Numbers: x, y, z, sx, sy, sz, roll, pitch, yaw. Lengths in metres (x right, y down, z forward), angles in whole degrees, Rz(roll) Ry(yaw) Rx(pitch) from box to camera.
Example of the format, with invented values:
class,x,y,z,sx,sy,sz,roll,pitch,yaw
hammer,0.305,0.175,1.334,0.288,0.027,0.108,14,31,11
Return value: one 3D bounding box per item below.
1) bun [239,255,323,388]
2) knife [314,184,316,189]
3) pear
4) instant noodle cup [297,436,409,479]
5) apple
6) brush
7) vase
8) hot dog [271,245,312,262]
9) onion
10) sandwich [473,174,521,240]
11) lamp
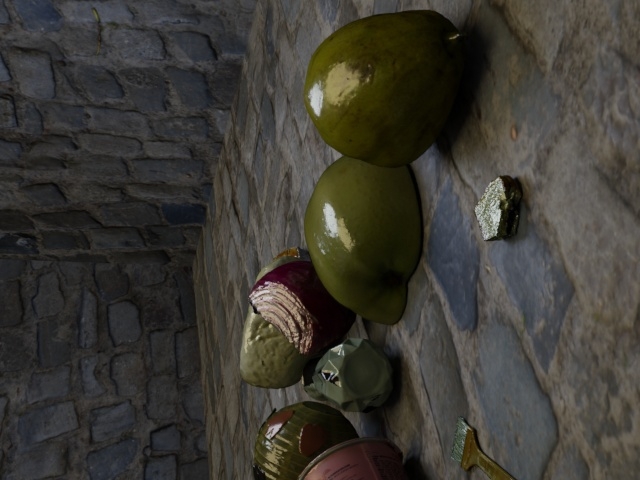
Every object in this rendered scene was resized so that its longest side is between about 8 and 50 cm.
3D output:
class,x,y,z,sx,sy,sz,roll,pitch,yaw
bun,-0.087,0.225,2.059,0.352,0.227,0.349,-81,8,-47
knife,0.001,0.000,2.164,0.080,0.044,0.331,-135,44,-57
pear,0.130,-0.296,1.456,0.375,0.287,0.287,-28,58,44
instant noodle cup,0.098,0.545,1.494,0.231,0.243,0.243,-123,40,-49
apple,0.111,-0.011,1.739,0.311,0.320,0.360,-33,37,11
brush,0.275,0.376,1.302,0.218,0.010,0.083,-145,60,-69
vase,0.048,0.315,1.786,0.360,0.165,0.165,140,130,-72
hot dog,-0.094,0.094,2.364,0.268,0.075,0.144,156,118,-67
onion,-0.023,0.123,1.845,0.250,0.247,0.111,38,137,25
sandwich,0.295,-0.051,1.270,0.093,0.035,0.105,-104,26,-44
lamp,-0.037,0.497,1.701,0.250,0.250,0.284,-153,80,-70
